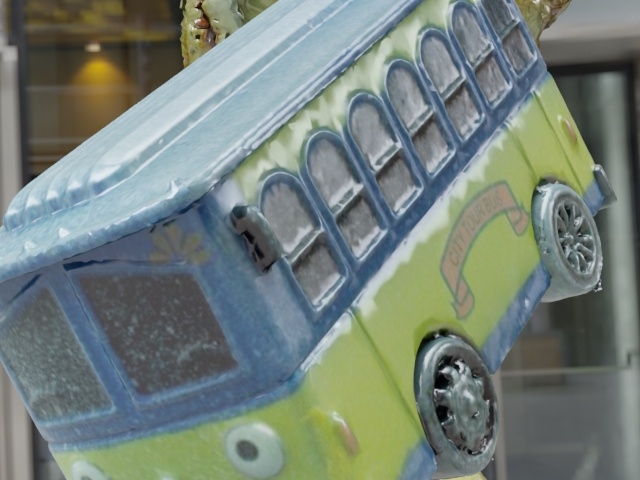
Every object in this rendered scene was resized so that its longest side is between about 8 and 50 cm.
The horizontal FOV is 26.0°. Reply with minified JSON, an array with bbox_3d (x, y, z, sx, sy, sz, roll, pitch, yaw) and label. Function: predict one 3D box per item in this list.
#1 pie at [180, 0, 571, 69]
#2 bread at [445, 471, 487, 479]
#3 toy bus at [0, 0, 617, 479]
[{"bbox_3d":[0.060,-0.264,1.236,0.395,0.418,0.180,19,-8,-29],"label":"pie"},{"bbox_3d":[0.055,0.316,1.271,0.237,0.321,0.320,-8,-3,-6],"label":"bread"},{"bbox_3d":[0.000,0.000,0.621,0.152,0.190,0.312,-17,19,36],"label":"toy bus"}]
